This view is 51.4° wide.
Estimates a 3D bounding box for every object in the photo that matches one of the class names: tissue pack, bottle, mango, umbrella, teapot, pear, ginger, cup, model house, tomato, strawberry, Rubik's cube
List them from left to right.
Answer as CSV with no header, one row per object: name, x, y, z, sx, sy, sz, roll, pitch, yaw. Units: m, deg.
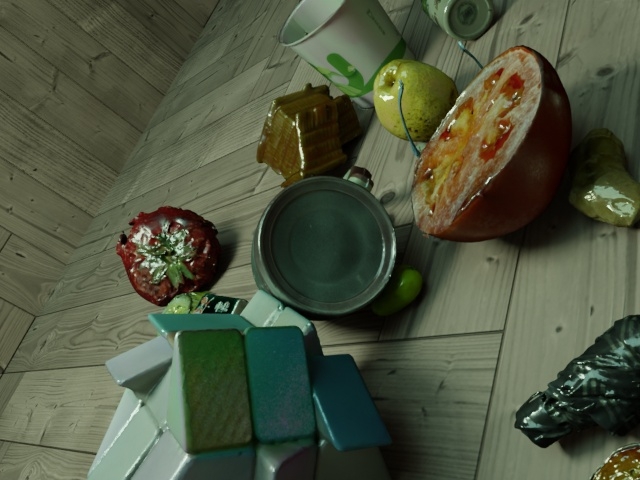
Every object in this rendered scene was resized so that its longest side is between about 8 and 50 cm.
strawberry,-0.391,0.041,1.754,0.274,0.274,0.220,-51,-8,0
tissue pack,-0.196,0.175,1.432,0.170,0.103,0.090,3,56,55
Rubik's cube,-0.117,0.268,0.946,0.368,0.387,0.358,-54,32,-9
model house,-0.016,-0.237,1.596,0.229,0.200,0.219,49,141,36
teapot,0.000,0.000,1.220,0.314,0.233,0.312,-60,6,-16
cup,0.075,-0.478,1.603,0.253,0.274,0.253,-33,35,27
mango,0.128,0.087,1.131,0.108,0.056,0.073,-45,24,20
pear,0.189,-0.289,1.347,0.178,0.178,0.178,-34,34,27
bottle,0.299,-0.548,1.529,0.120,0.120,0.253,-43,29,15
tomato,0.284,-0.130,1.037,0.338,0.144,0.338,-56,17,27
ginger,0.398,-0.083,0.931,0.095,0.069,0.190,-35,35,36
umbrella,0.360,0.132,0.711,0.336,0.128,0.154,-50,14,15

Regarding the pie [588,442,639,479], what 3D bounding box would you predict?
pie,0.307,0.291,0.689,0.088,0.033,0.191,-5,54,57

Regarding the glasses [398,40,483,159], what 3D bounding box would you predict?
glasses,0.233,-0.230,1.189,0.190,0.220,0.088,-28,58,13

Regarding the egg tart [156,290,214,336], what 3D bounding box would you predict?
egg tart,-0.329,0.199,1.616,0.197,0.078,0.197,-32,37,29
